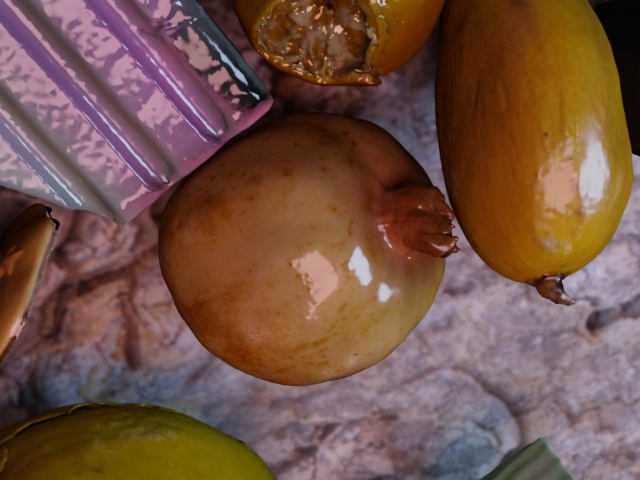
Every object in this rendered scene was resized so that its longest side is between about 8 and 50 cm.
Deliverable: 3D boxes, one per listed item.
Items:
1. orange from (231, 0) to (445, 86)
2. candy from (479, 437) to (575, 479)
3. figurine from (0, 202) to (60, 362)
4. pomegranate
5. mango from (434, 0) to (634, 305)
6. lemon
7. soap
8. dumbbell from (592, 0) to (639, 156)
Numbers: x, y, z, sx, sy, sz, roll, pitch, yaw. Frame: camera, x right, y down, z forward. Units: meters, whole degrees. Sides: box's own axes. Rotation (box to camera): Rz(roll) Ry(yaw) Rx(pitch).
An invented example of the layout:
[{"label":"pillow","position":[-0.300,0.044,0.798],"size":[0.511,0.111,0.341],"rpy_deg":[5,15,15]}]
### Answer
[{"label":"orange","position":[0.011,-0.179,1.203],"size":[0.154,0.134,0.155],"rpy_deg":[3,111,8]},{"label":"candy","position":[0.187,0.332,1.480],"size":[0.263,0.172,0.398],"rpy_deg":[-40,130,11]},{"label":"figurine","position":[-0.332,0.006,1.191],"size":[0.257,0.181,0.208],"rpy_deg":[26,126,-17]},{"label":"pomegranate","position":[-0.012,0.003,1.251],"size":[0.207,0.207,0.207],"rpy_deg":[-5,115,-11]},{"label":"mango","position":[0.137,-0.103,1.208],"size":[0.119,0.317,0.176],"rpy_deg":[-6,153,-9]},{"label":"lemon","position":[-0.158,0.258,1.292],"size":[0.297,0.297,0.297],"rpy_deg":[-5,115,-11]},{"label":"soap","position":[-0.205,-0.159,1.178],"size":[0.193,0.109,0.324],"rpy_deg":[-39,118,3]},{"label":"dumbbell","position":[0.286,-0.228,1.215],"size":[0.203,0.204,0.322],"rpy_deg":[-4,115,-12]}]
